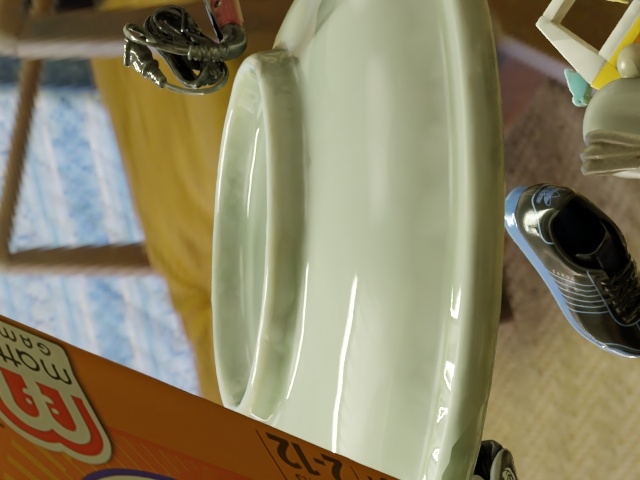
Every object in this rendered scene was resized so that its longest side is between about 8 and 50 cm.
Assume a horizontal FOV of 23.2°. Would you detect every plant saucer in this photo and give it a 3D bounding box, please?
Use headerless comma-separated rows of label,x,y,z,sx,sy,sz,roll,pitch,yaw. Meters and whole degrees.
plant saucer,0.000,0.000,0.901,0.400,0.100,0.400,-177,90,-79

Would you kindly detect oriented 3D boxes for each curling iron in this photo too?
curling iron,-0.086,-0.185,0.924,0.035,0.068,0.274,94,170,-47

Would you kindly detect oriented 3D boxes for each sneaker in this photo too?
sneaker,0.275,0.035,1.536,0.232,0.081,0.090,45,164,-19
sneaker,0.169,0.242,1.373,0.229,0.086,0.132,39,-144,-67

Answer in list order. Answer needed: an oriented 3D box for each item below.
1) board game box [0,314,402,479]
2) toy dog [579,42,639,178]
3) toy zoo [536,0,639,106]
board game box,-0.064,0.300,0.519,0.356,0.356,0.356,30,-160,-46
toy dog,0.324,-0.130,0.995,0.220,0.334,0.161,0,-93,-72
toy zoo,0.373,-0.271,1.744,0.192,0.030,0.293,39,110,20
